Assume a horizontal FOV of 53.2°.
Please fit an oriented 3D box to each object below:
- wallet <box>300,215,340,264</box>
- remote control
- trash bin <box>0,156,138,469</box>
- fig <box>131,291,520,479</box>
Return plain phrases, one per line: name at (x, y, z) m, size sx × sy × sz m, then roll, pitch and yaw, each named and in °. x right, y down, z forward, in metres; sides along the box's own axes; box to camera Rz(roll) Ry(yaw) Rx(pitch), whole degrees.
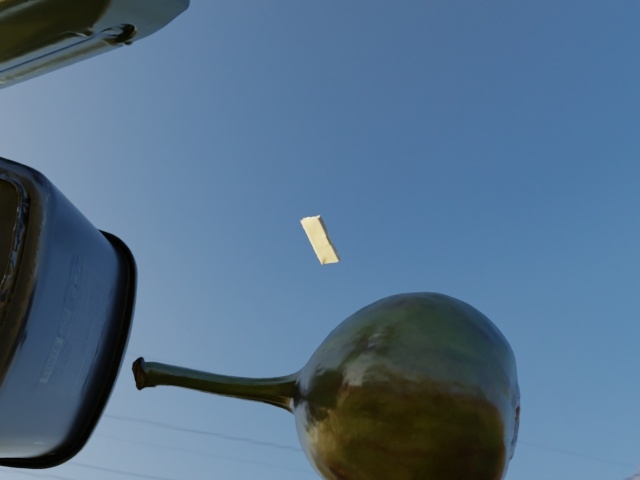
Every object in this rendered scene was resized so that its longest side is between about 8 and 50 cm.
wallet at (0.000, 0.000, 1.023) m, size 0.044 × 0.011 × 0.083 m, roll -10°, pitch -69°, yaw 45°
remote control at (-0.270, -0.161, 0.522) m, size 0.335 × 0.128 × 0.066 m, roll -10°, pitch -84°, yaw 24°
trash bin at (-0.247, 0.060, 0.474) m, size 0.182 × 0.209 × 0.290 m, roll 14°, pitch -17°, yaw -4°
fig at (0.001, 0.101, 0.411) m, size 0.245 × 0.149 × 0.149 m, roll 2°, pitch -45°, yaw 16°
